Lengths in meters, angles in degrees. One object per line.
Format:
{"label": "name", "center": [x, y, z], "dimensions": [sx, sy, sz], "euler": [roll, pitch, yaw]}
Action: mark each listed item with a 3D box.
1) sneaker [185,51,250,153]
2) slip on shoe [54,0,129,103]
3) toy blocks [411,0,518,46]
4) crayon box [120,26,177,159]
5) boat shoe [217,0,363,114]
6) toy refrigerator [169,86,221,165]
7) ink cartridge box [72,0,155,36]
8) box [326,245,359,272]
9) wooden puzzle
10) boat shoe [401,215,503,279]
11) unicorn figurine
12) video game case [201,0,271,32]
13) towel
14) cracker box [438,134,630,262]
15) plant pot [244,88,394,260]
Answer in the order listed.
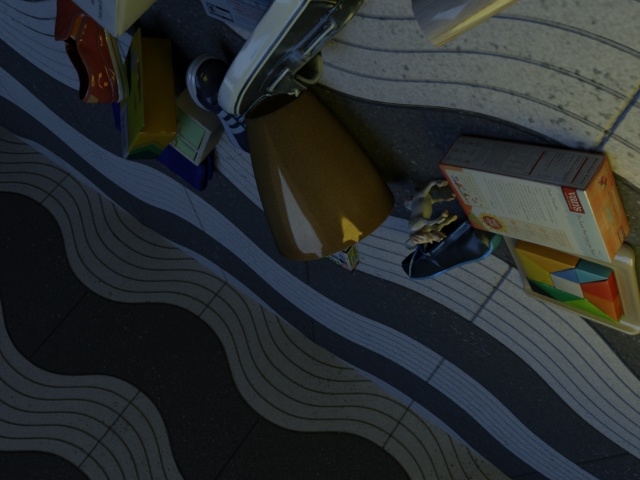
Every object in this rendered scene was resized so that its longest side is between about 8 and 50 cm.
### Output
{"label": "sneaker", "center": [-0.138, -0.240, 1.289], "dimensions": [0.153, 0.099, 0.282], "euler": [33, 170, 29]}
{"label": "slip on shoe", "center": [-0.478, -0.428, 1.328], "dimensions": [0.123, 0.101, 0.331], "euler": [21, 129, 53]}
{"label": "toy blocks", "center": [0.109, -0.355, 0.423], "dimensions": [0.260, 0.308, 0.289], "euler": [-25, 135, 34]}
{"label": "crayon box", "center": [-0.368, -0.298, 1.427], "dimensions": [0.081, 0.202, 0.318], "euler": [-2, 177, -22]}
{"label": "boat shoe", "center": [-0.053, -0.262, 0.973], "dimensions": [0.119, 0.121, 0.335], "euler": [32, 152, -13]}
{"label": "toy refrigerator", "center": [-0.281, -0.261, 1.525], "dimensions": [0.102, 0.094, 0.269], "euler": [39, 163, -7]}
{"label": "ink cartridge box", "center": [-0.264, -0.458, 0.671], "dimensions": [0.395, 0.285, 0.166], "euler": [41, 163, -10]}
{"label": "box", "center": [0.000, 0.000, 1.743], "dimensions": [0.207, 0.036, 0.114], "euler": [30, 161, 22]}
{"label": "wooden puzzle", "center": [0.407, 0.060, 1.100], "dimensions": [0.221, 0.044, 0.238], "euler": [23, 157, 39]}
{"label": "boat shoe", "center": [0.229, -0.001, 1.237], "dimensions": [0.089, 0.109, 0.258], "euler": [47, 145, -8]}
{"label": "unicorn figurine", "center": [0.183, -0.056, 1.159], "dimensions": [0.111, 0.162, 0.060], "euler": [-23, 116, 39]}
{"label": "video game case", "center": [-0.123, -0.390, 1.012], "dimensions": [0.212, 0.023, 0.193], "euler": [29, 161, 26]}
{"label": "towel", "center": [-0.412, -0.280, 1.780], "dimensions": [0.308, 0.076, 0.227], "euler": [36, 156, 4]}
{"label": "cracker box", "center": [0.301, -0.063, 0.954], "dimensions": [0.232, 0.067, 0.155], "euler": [20, 156, 46]}
{"label": "plant pot", "center": [-0.027, -0.133, 1.193], "dimensions": [0.237, 0.237, 0.254], "euler": [12, 137, 54]}
